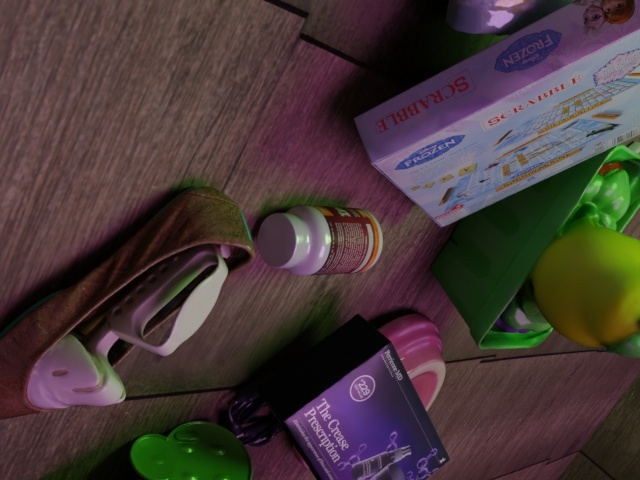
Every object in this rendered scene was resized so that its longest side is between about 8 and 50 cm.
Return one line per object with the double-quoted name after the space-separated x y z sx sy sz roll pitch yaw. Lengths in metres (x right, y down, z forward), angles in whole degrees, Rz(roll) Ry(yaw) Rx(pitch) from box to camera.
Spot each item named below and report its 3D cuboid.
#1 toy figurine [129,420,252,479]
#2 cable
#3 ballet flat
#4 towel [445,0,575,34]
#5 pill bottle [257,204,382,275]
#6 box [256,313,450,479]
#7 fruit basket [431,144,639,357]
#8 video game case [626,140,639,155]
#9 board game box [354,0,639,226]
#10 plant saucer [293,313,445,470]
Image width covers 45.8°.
-0.204 0.349 1.052 0.173 0.130 0.159 12 126 -28 "toy figurine"
-0.063 0.247 1.143 0.184 0.047 0.151 -30 142 -25 "cable"
-0.201 0.086 0.764 0.342 0.124 0.116 -40 145 -11 "ballet flat"
0.312 -0.386 0.821 0.374 0.090 0.321 -10 118 -29 "towel"
0.000 0.000 0.931 0.152 0.086 0.086 0 124 -48 "pill bottle"
0.054 0.267 1.100 0.184 0.103 0.261 -36 122 -14 "box"
0.393 0.035 1.151 0.283 0.392 0.392 7 118 -50 "fruit basket"
0.547 -0.066 1.517 0.227 0.026 0.206 -34 144 -17 "video game case"
0.239 -0.142 0.914 0.318 0.066 0.318 -26 160 15 "board game box"
0.102 0.279 1.298 0.332 0.084 0.332 -34 148 -26 "plant saucer"
